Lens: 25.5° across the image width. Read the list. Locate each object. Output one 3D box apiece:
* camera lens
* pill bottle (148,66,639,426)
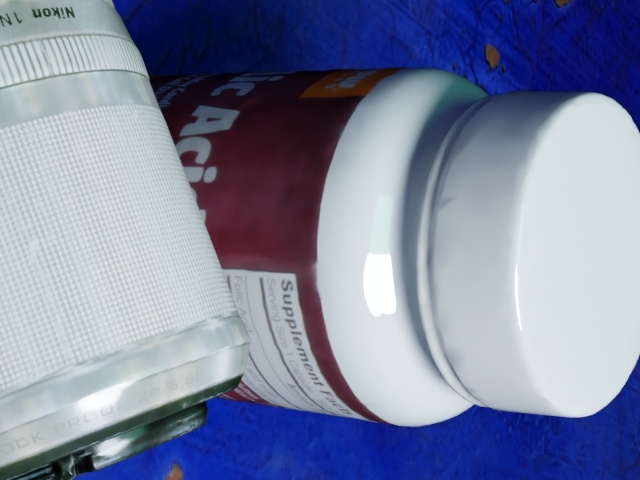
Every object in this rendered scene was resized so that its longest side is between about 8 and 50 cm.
[{"bbox_3d":[-0.177,-0.002,0.773,0.219,0.219,0.274,-16,83,-52],"label":"camera lens"},{"bbox_3d":[0.000,0.000,0.921,0.224,0.392,0.224,-5,97,-54],"label":"pill bottle"}]
